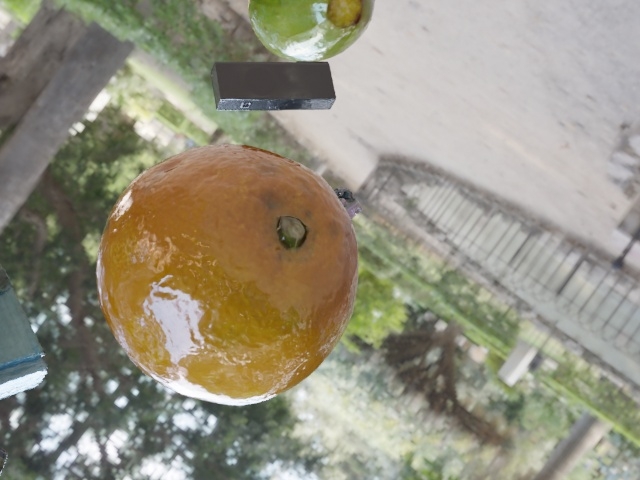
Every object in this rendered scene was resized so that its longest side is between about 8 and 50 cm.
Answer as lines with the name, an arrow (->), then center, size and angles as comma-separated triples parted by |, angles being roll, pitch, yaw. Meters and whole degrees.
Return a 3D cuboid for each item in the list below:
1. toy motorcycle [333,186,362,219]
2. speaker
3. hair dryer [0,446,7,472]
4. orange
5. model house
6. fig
toy motorcycle -> 0.003, 0.003, 2.004 | 0.108, 0.239, 0.204 | 34, -172, -43
speaker -> -0.084, -0.280, 1.714 | 0.218, 0.082, 0.044 | -2, 160, -20
hair dryer -> -0.593, 0.488, 1.713 | 0.199, 0.167, 0.067 | 50, 171, 3
orange -> -0.103, 0.036, 1.104 | 0.312, 0.312, 0.312 | 37, 179, 1
model house -> -0.782, 0.258, 2.006 | 0.251, 0.329, 0.295 | 57, 148, 6
fig -> -0.004, -0.490, 1.947 | 0.258, 0.258, 0.326 | 37, 175, -30
